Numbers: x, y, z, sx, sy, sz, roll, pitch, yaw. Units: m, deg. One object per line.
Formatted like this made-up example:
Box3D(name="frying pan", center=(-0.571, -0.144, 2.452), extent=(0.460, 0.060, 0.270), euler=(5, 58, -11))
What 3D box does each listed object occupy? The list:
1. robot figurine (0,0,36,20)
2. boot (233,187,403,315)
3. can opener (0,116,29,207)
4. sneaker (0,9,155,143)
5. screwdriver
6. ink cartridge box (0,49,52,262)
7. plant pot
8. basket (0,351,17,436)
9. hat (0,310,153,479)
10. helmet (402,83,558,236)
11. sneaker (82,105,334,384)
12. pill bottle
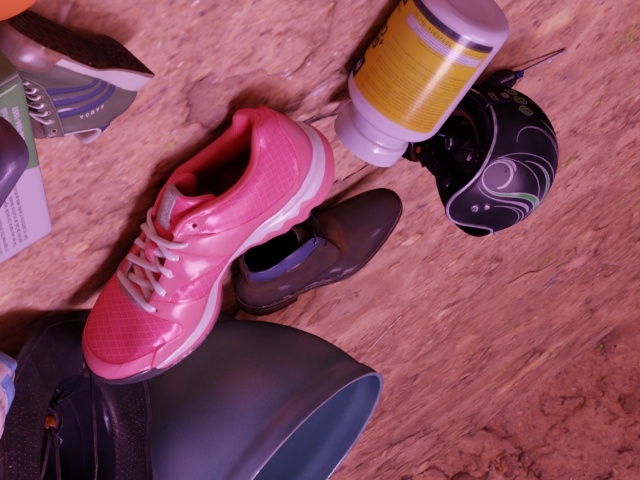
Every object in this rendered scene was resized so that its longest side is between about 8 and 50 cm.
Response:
Box3D(name="robot figurine", center=(-0.222, -0.177, 0.815), extent=(0.219, 0.158, 0.128), euler=(-8, 108, -58))
Box3D(name="boot", center=(0.000, 0.000, 1.683), extent=(0.219, 0.082, 0.106), euler=(-35, 163, -10))
Box3D(name="can opener", center=(-0.255, 0.052, 0.937), extent=(0.283, 0.095, 0.076), euler=(-51, 159, 28))
Box3D(name="sneaker", center=(-0.194, -0.108, 1.107), extent=(0.086, 0.064, 0.192), euler=(-51, 162, 13))
Box3D(name="screwdriver", center=(0.244, -0.198, 1.797), extent=(0.170, 0.025, 0.024), euler=(-22, 154, -41))
Box3D(name="ink cartridge box", center=(-0.324, -0.018, 0.981), extent=(0.278, 0.117, 0.201), euler=(-34, 159, -19))
Box3D(name="plant pot", center=(-0.098, 0.204, 1.738), extent=(0.293, 0.196, 0.293), euler=(-45, 161, -20))
Box3D(name="basket", center=(-0.374, 0.203, 1.194), extent=(0.254, 0.201, 0.289), euler=(-60, -175, 41))
Box3D(name="hat", center=(-0.278, 0.222, 1.506), extent=(0.134, 0.331, 0.331), euler=(-6, 169, 18))
Box3D(name="helmet", center=(0.183, -0.089, 1.713), extent=(0.169, 0.169, 0.162), euler=(-48, 143, 19))
Box3D(name="sneaker", center=(-0.130, -0.006, 1.427), extent=(0.314, 0.116, 0.136), euler=(-49, 150, 3))
Box3D(name="pill bottle", center=(0.091, -0.160, 1.472), extent=(0.103, 0.103, 0.184), euler=(-15, 148, -52))
